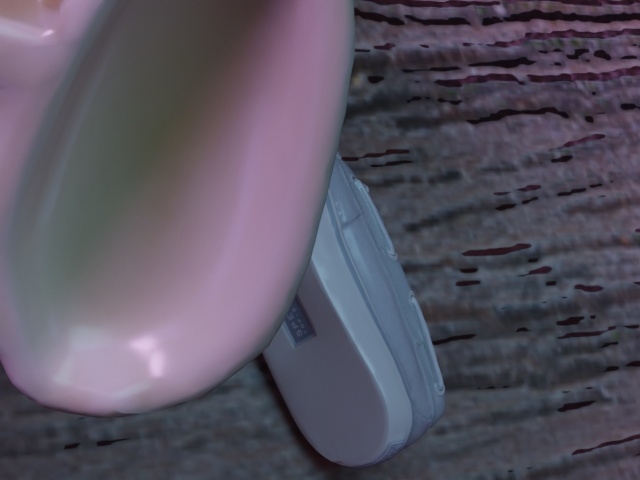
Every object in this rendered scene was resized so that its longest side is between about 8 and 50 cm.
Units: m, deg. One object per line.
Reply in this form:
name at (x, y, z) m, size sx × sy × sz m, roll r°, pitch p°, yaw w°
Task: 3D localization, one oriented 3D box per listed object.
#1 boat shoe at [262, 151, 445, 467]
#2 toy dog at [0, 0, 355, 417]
boat shoe at (0.000, 0.000, 0.784) m, size 0.063 × 0.066 × 0.184 m, roll -16°, pitch 75°, yaw -53°
toy dog at (-0.138, -0.210, 0.606) m, size 0.285 × 0.395 × 0.408 m, roll 10°, pitch 28°, yaw -16°
